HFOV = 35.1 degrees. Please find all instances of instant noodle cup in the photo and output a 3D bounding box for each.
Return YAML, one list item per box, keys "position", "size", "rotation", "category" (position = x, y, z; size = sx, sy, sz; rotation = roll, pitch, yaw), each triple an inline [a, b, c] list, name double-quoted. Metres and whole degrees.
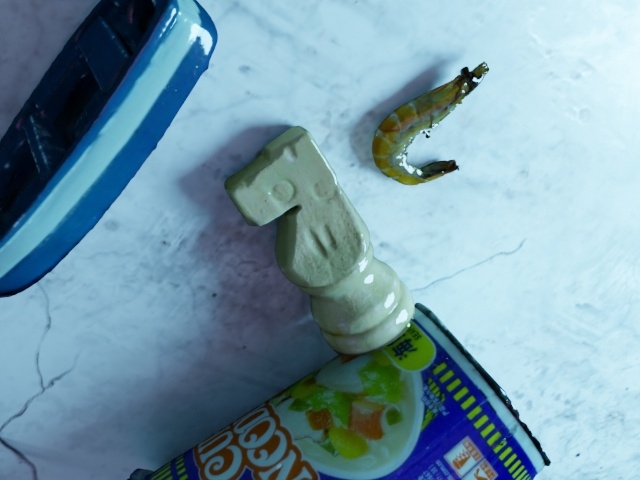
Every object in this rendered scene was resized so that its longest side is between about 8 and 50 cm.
- position: [0.032, 0.228, 0.933]
  size: [0.312, 0.284, 0.284]
  rotation: [-38, 130, -3]
  category: "instant noodle cup"

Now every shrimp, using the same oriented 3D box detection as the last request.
- position: [0.102, -0.097, 0.858]
  size: [0.127, 0.025, 0.091]
  rotation: [-43, 130, 16]
  category: "shrimp"

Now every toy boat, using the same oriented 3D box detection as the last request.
- position: [-0.181, -0.059, 0.724]
  size: [0.062, 0.096, 0.299]
  rotation: [23, 115, -44]
  category: "toy boat"

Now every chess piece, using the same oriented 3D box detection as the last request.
- position: [0.000, 0.000, 0.861]
  size: [0.090, 0.090, 0.200]
  rotation: [-31, 120, 1]
  category: "chess piece"
